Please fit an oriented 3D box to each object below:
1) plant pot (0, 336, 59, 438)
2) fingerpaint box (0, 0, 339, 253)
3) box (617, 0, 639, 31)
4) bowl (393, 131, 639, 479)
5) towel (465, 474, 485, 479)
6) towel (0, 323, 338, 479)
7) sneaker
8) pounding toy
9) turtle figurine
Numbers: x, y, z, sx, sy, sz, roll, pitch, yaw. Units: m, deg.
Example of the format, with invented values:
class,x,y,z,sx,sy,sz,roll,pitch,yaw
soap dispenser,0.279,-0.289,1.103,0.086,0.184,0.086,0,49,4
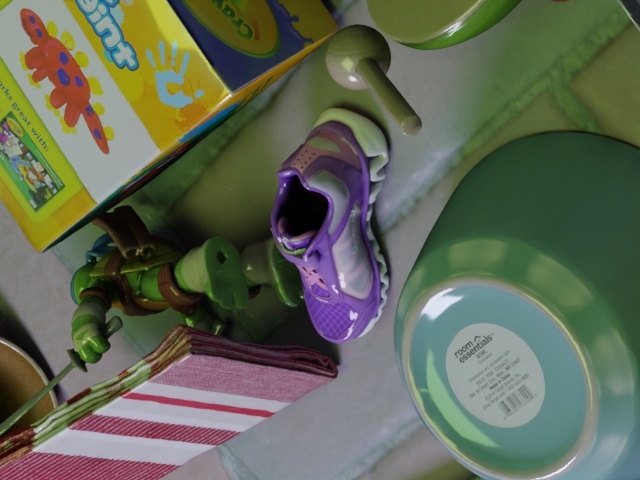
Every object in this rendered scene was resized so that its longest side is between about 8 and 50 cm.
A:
class,x,y,z,sx,sy,sz,roll,pitch,yaw
plant pot,-0.465,0.233,2.079,0.254,0.237,0.237,-13,107,60
fingerpaint box,-0.250,-0.266,1.592,0.445,0.163,0.371,55,138,-1
box,0.219,-0.380,1.113,0.318,0.097,0.395,-39,88,37
bowl,0.184,0.083,1.408,0.311,0.163,0.311,16,119,32
towel,0.226,0.327,1.626,0.271,0.040,0.370,52,134,2
towel,-0.173,0.180,1.702,0.329,0.237,0.037,-32,63,27
sneaker,0.000,0.000,1.585,0.095,0.104,0.236,20,129,30
pounding toy,0.122,-0.192,1.341,0.237,0.110,0.183,-59,34,9
turtle figurine,-0.145,0.094,1.712,0.266,0.275,0.198,-18,137,42
